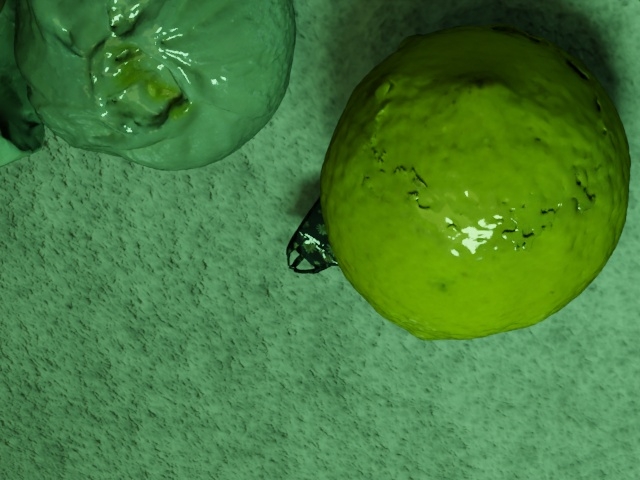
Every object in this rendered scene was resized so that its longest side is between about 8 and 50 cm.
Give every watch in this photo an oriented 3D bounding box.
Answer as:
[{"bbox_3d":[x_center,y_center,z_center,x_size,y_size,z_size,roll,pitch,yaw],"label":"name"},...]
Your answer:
[{"bbox_3d":[-0.423,-0.217,1.810,0.162,0.253,0.241,-14,127,17],"label":"watch"}]

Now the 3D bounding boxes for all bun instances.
[{"bbox_3d":[-0.200,-0.236,1.720,0.362,0.211,0.362,5,121,9],"label":"bun"}]

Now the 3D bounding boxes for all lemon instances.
[{"bbox_3d":[0.171,-0.055,1.624,0.350,0.349,0.387,15,146,12],"label":"lemon"}]

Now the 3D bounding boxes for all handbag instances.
[{"bbox_3d":[0.000,0.000,1.889,0.072,0.115,0.139,35,146,-5],"label":"handbag"}]
